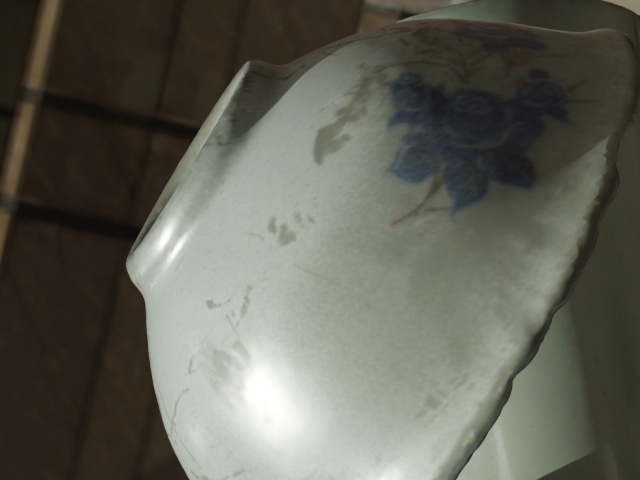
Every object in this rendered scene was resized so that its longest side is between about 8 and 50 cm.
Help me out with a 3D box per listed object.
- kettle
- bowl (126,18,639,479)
[{"bbox_3d":[0.188,0.042,1.162,0.361,0.377,0.250,-12,162,14],"label":"kettle"},{"bbox_3d":[0.000,0.000,0.792,0.146,0.313,0.313,33,178,-9],"label":"bowl"}]
